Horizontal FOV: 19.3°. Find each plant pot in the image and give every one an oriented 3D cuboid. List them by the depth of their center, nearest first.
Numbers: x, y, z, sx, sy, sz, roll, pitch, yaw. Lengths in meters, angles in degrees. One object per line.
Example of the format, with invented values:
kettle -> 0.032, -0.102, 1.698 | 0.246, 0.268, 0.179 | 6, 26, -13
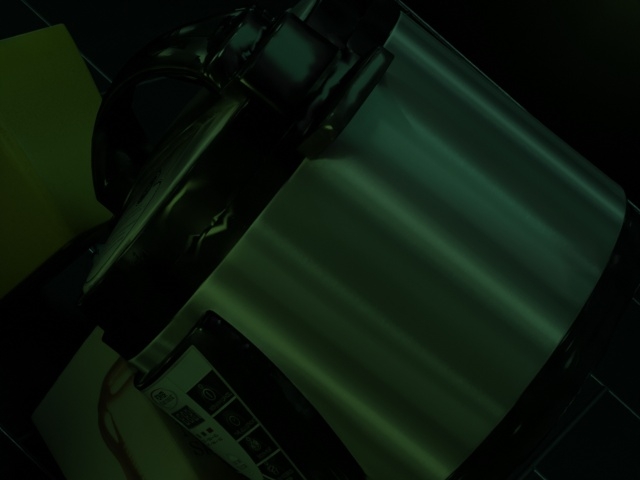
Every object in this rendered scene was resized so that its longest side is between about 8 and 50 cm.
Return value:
plant pot -> -0.298, -0.050, 1.733 | 0.187, 0.212, 0.212 | 53, 25, 2

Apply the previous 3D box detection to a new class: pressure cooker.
pressure cooker -> 0.002, -0.004, 1.524 | 0.420, 0.370, 0.375 | 39, 20, -7

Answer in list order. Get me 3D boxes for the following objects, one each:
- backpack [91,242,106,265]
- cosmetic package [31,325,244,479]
backpack -> -0.136, 0.059, 1.776 | 0.158, 0.117, 0.173 | 59, 1, 38
cosmetic package -> -0.100, 0.218, 1.597 | 0.153, 0.129, 0.296 | 4, 40, -49
